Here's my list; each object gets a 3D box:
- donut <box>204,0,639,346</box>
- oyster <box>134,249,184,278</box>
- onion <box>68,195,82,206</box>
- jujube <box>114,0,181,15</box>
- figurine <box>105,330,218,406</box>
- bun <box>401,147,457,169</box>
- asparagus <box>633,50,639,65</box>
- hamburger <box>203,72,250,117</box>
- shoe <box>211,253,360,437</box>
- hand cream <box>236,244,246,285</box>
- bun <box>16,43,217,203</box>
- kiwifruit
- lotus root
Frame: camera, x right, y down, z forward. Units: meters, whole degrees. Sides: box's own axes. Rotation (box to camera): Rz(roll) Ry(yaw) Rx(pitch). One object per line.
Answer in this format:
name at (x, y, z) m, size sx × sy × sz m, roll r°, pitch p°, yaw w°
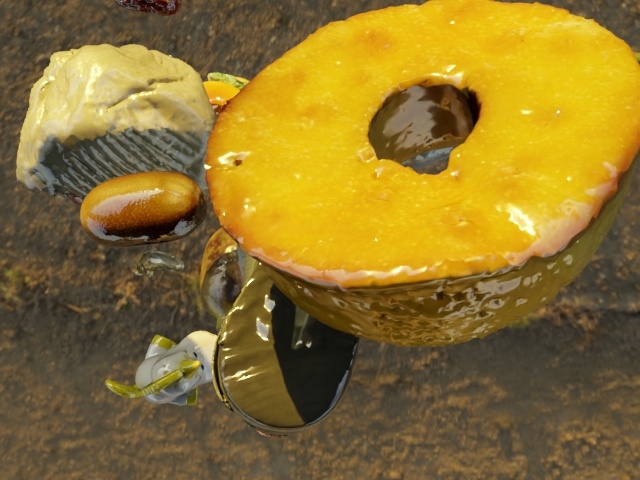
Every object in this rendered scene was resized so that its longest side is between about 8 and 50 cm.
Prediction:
donut at (0.075, -0.050, 0.599) m, size 0.303 × 0.303 × 0.110 m, roll -8°, pitch 134°, yaw 9°
oyster at (-0.291, 0.054, 1.543) m, size 0.083 × 0.080 × 0.038 m, roll 26°, pitch 125°, yaw -14°
onion at (-0.290, -0.139, 1.440) m, size 0.247 × 0.250 × 0.111 m, roll 39°, pitch 162°, yaw -29°
jujube at (-0.313, -0.447, 1.549) m, size 0.129 × 0.077 × 0.077 m, roll 6°, pitch 123°, yaw -4°
figurine at (-0.189, 0.173, 1.119) m, size 0.178 × 0.130 × 0.109 m, roll -21°, pitch 90°, yaw 51°
bun at (0.140, -0.261, 1.622) m, size 0.362 × 0.362 × 0.211 m, roll -17°, pitch 120°, yaw 14°
asparagus at (0.269, -0.147, 0.697) m, size 0.016 × 0.163 × 0.016 m, roll 23°, pitch 96°, yaw -19°
hamburger at (-0.212, -0.228, 1.796) m, size 0.246 × 0.170 × 0.246 m, roll 9°, pitch 108°, yaw 29°
shoe at (-0.010, 0.027, 0.772) m, size 0.132 × 0.336 × 0.171 m, roll 9°, pitch 150°, yaw 1°
hand cream at (-0.088, 0.096, 1.292) m, size 0.052 × 0.216 × 0.038 m, roll 13°, pitch 138°, yaw -44°
bun at (-0.269, -0.150, 1.180) m, size 0.282 × 0.204 × 0.281 m, roll -14°, pitch 145°, yaw -10°
kiwifruit at (-0.168, -0.029, 0.817) m, size 0.124 × 0.075 × 0.075 m, roll -11°, pitch 121°, yaw 16°
lotus root at (-0.159, 0.067, 1.743) m, size 0.169 × 0.314 × 0.141 m, roll -2°, pitch 142°, yaw 10°
